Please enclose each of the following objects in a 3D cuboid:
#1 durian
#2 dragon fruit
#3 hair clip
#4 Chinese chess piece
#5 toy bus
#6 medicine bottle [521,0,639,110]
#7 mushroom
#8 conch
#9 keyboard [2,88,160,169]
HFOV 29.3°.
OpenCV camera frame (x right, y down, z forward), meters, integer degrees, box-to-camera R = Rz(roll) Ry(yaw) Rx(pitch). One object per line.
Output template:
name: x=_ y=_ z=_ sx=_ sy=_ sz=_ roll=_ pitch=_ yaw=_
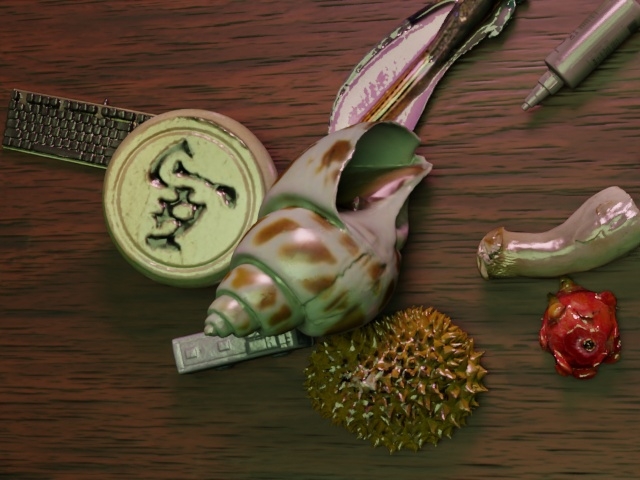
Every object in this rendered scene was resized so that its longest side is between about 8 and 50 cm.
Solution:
durian: x=0.099 y=0.187 z=1.617 sx=0.250 sy=0.138 sz=0.183 roll=-17 pitch=73 yaw=7
dragon fruit: x=0.338 y=0.117 z=1.589 sx=0.112 sy=0.068 sz=0.126 roll=16 pitch=91 yaw=15
hair clip: x=0.129 y=-0.237 z=1.676 sx=0.110 sy=0.095 sz=0.358 roll=37 pitch=107 yaw=-21
Chinese chess piece: x=-0.179 y=-0.058 z=1.700 sx=0.250 sy=0.101 sz=0.250 roll=0 pitch=92 yaw=7
toy bus: x=-0.110 y=0.140 z=1.698 sx=0.191 sy=0.075 sz=0.064 roll=-14 pitch=82 yaw=14
medicine bottle: x=0.340 y=-0.244 z=1.620 sx=0.199 sy=0.057 sz=0.057 roll=-44 pitch=77 yaw=9
mushroom: x=0.312 y=0.004 z=1.599 sx=0.223 sy=0.081 sz=0.092 roll=-19 pitch=100 yaw=15
conch: x=0.001 y=0.000 z=1.581 sx=0.197 sy=0.368 sz=0.249 roll=6 pitch=127 yaw=26
keyboard: x=-0.323 y=-0.158 z=1.800 sx=0.317 sy=0.027 sz=0.106 roll=11 pitch=89 yaw=15
